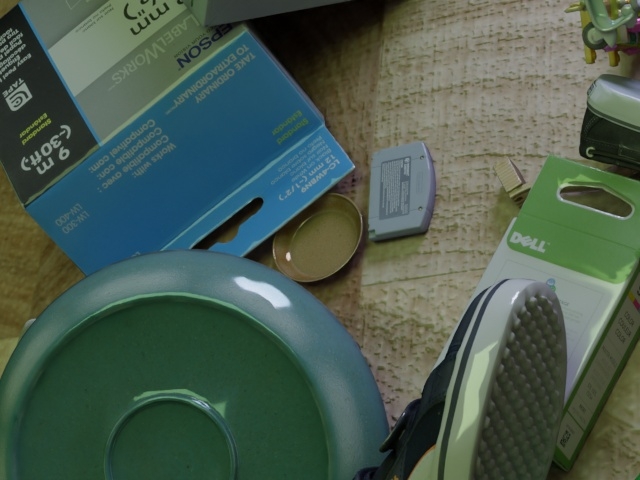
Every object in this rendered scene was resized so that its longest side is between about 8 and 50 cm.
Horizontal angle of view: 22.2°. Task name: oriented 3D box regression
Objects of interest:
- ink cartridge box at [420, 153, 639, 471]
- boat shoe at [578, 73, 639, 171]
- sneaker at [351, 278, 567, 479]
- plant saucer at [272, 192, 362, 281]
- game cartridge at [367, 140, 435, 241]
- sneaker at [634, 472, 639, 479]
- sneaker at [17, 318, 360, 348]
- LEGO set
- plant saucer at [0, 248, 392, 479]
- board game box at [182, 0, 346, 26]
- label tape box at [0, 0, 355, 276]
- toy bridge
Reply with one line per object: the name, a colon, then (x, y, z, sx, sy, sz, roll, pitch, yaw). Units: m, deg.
ink cartridge box: (0.174, 0.051, 1.193, 0.109, 0.062, 0.209, 20, 75, 35)
boat shoe: (0.289, -0.047, 1.178, 0.228, 0.080, 0.076, 24, 114, 20)
sneaker: (0.073, 0.176, 1.092, 0.127, 0.126, 0.321, 11, 90, 36)
plant saucer: (0.000, 0.000, 1.354, 0.083, 0.015, 0.083, -14, 57, 22)
game cartridge: (0.067, -0.040, 1.340, 0.056, 0.017, 0.083, -12, 57, 28)
sneaker: (0.168, 0.266, 1.030, 0.109, 0.123, 0.296, 18, 73, 36)
sneaker: (-0.110, 0.106, 1.282, 0.297, 0.129, 0.111, -7, 58, 25)
LEGO set: (0.269, -0.211, 1.256, 0.107, 0.132, 0.287, -6, 24, 23)
plant saucer: (-0.107, 0.164, 1.204, 0.317, 0.043, 0.318, -1, 86, 12)
board game box: (-0.066, -0.326, 1.463, 0.224, 0.097, 0.303, -14, 45, -27)
label tape box: (-0.158, -0.116, 1.446, 0.249, 0.115, 0.348, -38, 47, 4)
toy bridge: (0.229, -0.079, 1.263, 0.188, 0.026, 0.063, -31, 54, 11)
